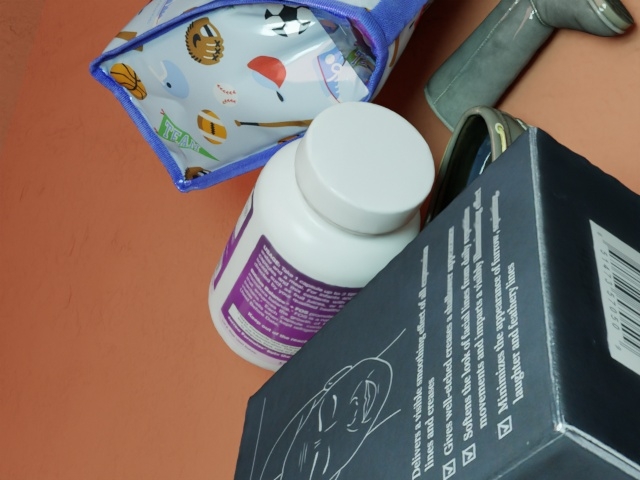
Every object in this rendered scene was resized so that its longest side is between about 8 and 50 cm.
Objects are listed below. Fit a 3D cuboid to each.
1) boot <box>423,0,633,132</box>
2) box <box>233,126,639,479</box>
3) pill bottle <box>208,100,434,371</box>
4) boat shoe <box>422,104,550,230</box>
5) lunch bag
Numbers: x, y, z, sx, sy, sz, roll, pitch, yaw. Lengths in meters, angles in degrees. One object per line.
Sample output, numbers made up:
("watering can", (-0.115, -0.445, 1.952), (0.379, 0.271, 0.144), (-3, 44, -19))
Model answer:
("boot", (0.198, -0.187, 1.074), (0.208, 0.076, 0.189), (-45, 27, 19))
("box", (0.110, 0.171, 0.798), (0.395, 0.212, 0.293), (-45, 22, 35))
("pill bottle", (0.000, 0.000, 1.078), (0.301, 0.169, 0.169), (122, 150, -53))
("boat shoe", (0.136, 0.020, 1.032), (0.109, 0.091, 0.305), (10, 80, 54))
("lunch bag", (-0.015, -0.260, 1.171), (0.385, 0.239, 0.328), (-12, 34, 46))
